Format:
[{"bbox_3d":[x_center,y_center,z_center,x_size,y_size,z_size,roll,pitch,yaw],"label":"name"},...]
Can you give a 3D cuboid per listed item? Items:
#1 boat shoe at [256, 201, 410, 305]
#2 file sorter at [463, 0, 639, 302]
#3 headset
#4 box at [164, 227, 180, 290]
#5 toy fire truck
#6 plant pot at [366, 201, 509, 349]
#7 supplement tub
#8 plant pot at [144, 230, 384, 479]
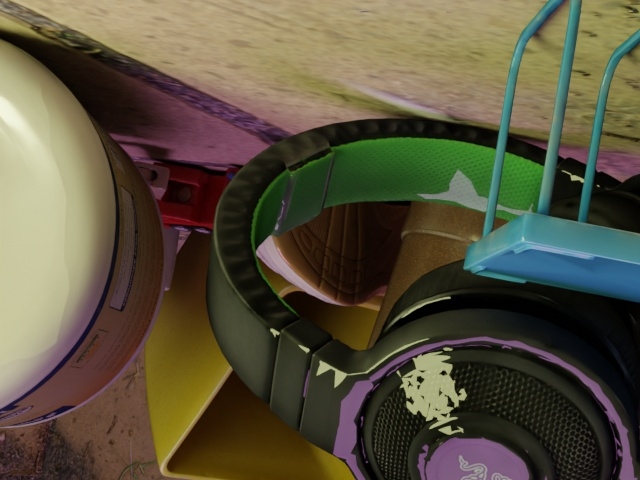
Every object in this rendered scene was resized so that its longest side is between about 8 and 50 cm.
[{"bbox_3d":[0.000,0.000,1.046,0.096,0.098,0.277,6,173,26],"label":"boat shoe"},{"bbox_3d":[0.157,-0.027,0.541,0.170,0.105,0.118,11,174,-3],"label":"file sorter"},{"bbox_3d":[0.118,0.078,0.679,0.394,0.185,0.243,32,-139,30],"label":"headset"},{"bbox_3d":[-0.180,-0.012,1.213,0.087,0.102,0.101,12,173,-28],"label":"box"},{"bbox_3d":[-0.128,-0.043,1.106,0.192,0.047,0.135,5,170,33],"label":"toy fire truck"},{"bbox_3d":[0.108,0.063,0.965,0.167,0.165,0.167,23,168,5],"label":"plant pot"},{"bbox_3d":[-0.220,0.006,0.881,0.228,0.228,0.316,10,173,3],"label":"supplement tub"},{"bbox_3d":[-0.038,0.079,1.234,0.212,0.212,0.187,15,-152,-39],"label":"plant pot"}]
